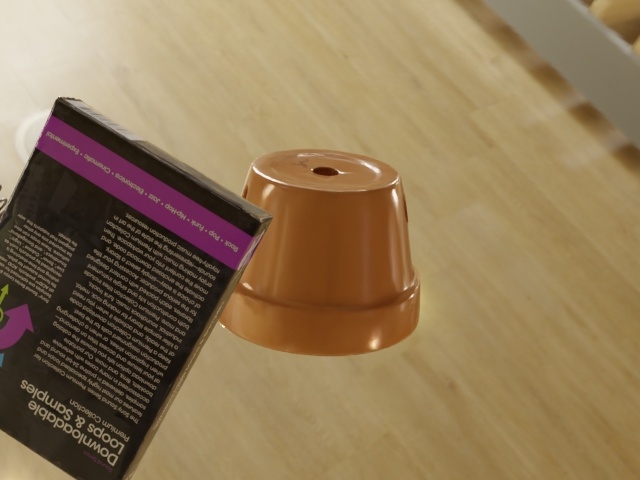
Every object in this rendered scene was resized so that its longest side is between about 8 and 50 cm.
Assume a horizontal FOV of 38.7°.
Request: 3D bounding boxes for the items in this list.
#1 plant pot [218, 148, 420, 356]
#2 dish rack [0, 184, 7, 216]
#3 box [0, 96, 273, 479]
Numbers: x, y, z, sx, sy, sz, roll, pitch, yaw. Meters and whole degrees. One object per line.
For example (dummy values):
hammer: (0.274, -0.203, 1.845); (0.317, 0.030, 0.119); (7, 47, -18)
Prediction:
plant pot: (0.000, 0.000, 1.224); (0.290, 0.204, 0.291); (4, -158, -2)
dish rack: (-0.247, 0.016, 0.751); (0.271, 0.208, 0.074); (42, -108, 1)
box: (-0.111, 0.029, 0.443); (0.116, 0.162, 0.029); (31, -170, 8)
